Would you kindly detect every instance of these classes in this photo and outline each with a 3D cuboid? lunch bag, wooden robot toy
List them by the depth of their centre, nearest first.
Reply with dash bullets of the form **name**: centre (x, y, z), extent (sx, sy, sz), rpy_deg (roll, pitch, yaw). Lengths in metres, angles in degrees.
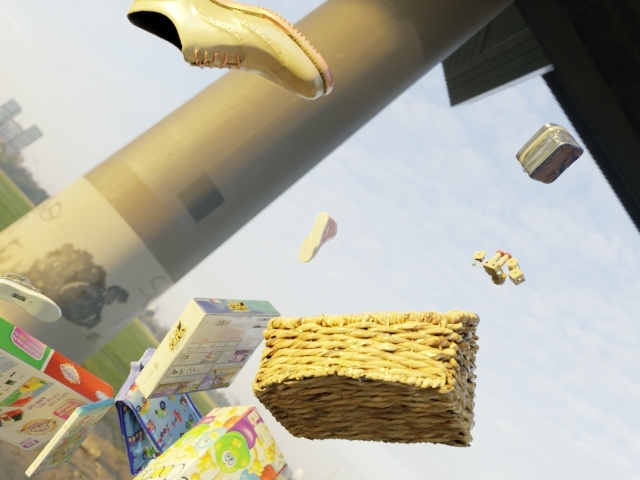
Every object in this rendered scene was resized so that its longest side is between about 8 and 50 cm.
- **lunch bag**: centre (0.385, -0.148, 0.974), extent (0.098, 0.067, 0.065), rpy_deg (-50, -139, 35)
- **wooden robot toy**: centre (0.457, 0.079, 1.440), extent (0.173, 0.076, 0.079), rpy_deg (27, -29, 59)
- **lunch bag**: centre (-0.463, 0.460, 1.582), extent (0.221, 0.138, 0.293), rpy_deg (-68, 149, -63)

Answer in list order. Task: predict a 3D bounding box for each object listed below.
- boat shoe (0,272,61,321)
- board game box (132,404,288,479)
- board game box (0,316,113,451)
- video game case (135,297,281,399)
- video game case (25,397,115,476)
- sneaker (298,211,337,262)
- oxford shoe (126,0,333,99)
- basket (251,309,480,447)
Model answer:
- **boat shoe**: centre (-0.777, 0.147, 1.533), extent (0.183, 0.065, 0.083), rpy_deg (35, 9, -20)
- **board game box**: centre (-0.218, 0.441, 1.034), extent (0.144, 0.275, 0.142), rpy_deg (-20, -79, 42)
- **board game box**: centre (-0.631, 0.307, 1.174), extent (0.316, 0.242, 0.064), rpy_deg (54, 15, -41)
- **video game case**: centre (-0.249, 0.242, 1.306), extent (0.061, 0.244, 0.269), rpy_deg (43, 16, 29)
- **video game case**: centre (-0.494, 0.389, 1.138), extent (0.015, 0.166, 0.119), rpy_deg (40, 4, 14)
- **sneaker**: centre (0.000, 0.000, 1.423), extent (0.051, 0.134, 0.070), rpy_deg (27, 1, 35)
- **oxford shoe**: centre (-0.163, -0.342, 1.021), extent (0.397, 0.146, 0.140), rpy_deg (32, -21, 14)
- **basket**: centre (0.069, 0.155, 0.846), extent (0.299, 0.223, 0.213), rpy_deg (-6, -44, 26)
